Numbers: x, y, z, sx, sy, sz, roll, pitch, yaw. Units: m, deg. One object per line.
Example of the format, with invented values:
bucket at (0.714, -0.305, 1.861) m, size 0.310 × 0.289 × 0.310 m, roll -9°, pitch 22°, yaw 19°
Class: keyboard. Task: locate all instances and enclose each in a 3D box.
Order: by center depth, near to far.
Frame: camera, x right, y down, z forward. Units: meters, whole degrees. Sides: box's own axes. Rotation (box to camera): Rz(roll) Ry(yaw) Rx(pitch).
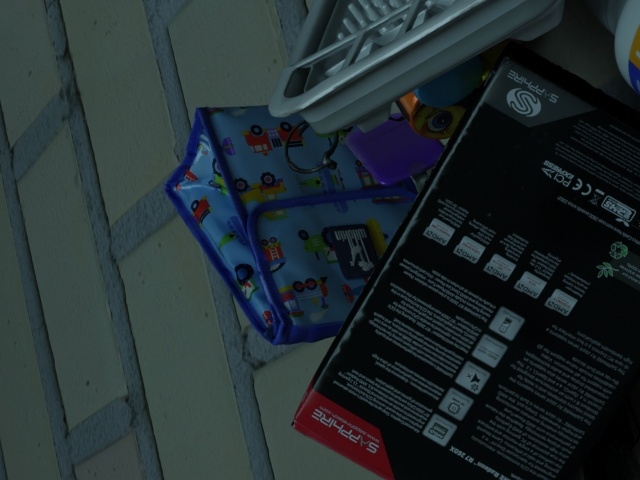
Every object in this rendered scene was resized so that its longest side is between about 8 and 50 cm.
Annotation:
keyboard at (0.265, 0.162, 1.329) m, size 0.100 × 0.038 × 0.192 m, roll 162°, pitch 100°, yaw -81°

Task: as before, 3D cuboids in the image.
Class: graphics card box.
graphics card box at (0.162, 0.051, 1.205) m, size 0.232 × 0.094 × 0.371 m, roll 29°, pitch 111°, yaw 2°

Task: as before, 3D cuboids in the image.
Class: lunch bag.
lunch bag at (0.000, 0.000, 1.530) m, size 0.293 × 0.220 × 0.138 m, roll 61°, pitch 142°, yaw 31°

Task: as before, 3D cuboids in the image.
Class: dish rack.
dish rack at (0.109, -0.222, 1.207) m, size 0.285 × 0.072 × 0.333 m, roll -28°, pitch 27°, yaw 32°

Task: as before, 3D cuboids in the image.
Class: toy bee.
toy bee at (0.121, -0.171, 1.412) m, size 0.298 × 0.162 × 0.195 m, roll -26°, pitch 58°, yaw 32°

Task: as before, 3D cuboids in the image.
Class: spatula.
spatula at (0.128, -0.019, 1.486) m, size 0.296 × 0.084 × 0.030 m, roll 59°, pitch 169°, yaw 23°

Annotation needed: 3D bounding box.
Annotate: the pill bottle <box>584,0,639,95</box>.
pill bottle at (0.316, -0.138, 1.078) m, size 0.272 × 0.152 × 0.152 m, roll 54°, pitch 136°, yaw 38°
